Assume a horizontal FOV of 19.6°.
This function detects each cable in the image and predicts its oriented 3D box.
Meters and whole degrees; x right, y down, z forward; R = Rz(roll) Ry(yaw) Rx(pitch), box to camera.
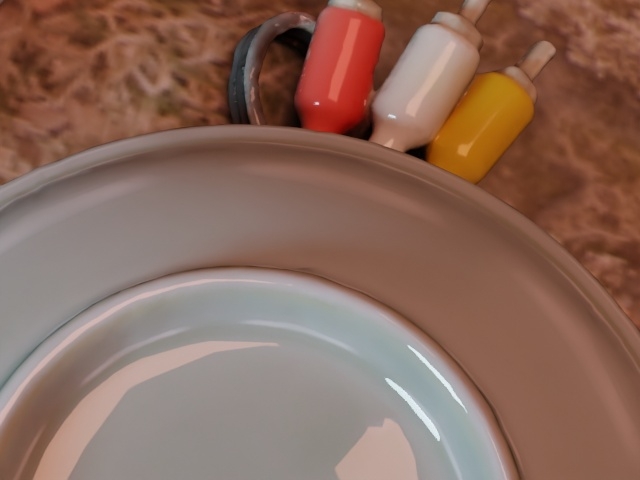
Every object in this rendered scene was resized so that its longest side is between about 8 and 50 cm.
[{"bbox_3d":[0.000,0.000,0.836,0.139,0.072,0.287,25,68,-6],"label":"cable"}]

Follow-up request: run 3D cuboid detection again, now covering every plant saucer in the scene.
[{"bbox_3d":[-0.032,0.124,0.715,0.400,0.100,0.401,1,69,-1],"label":"plant saucer"}]

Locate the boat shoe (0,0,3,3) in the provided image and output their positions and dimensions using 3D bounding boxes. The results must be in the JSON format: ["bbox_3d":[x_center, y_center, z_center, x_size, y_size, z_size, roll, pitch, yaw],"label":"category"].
[{"bbox_3d":[-0.193,-0.071,0.781,0.088,0.096,0.267,33,58,-3],"label":"boat shoe"}]
